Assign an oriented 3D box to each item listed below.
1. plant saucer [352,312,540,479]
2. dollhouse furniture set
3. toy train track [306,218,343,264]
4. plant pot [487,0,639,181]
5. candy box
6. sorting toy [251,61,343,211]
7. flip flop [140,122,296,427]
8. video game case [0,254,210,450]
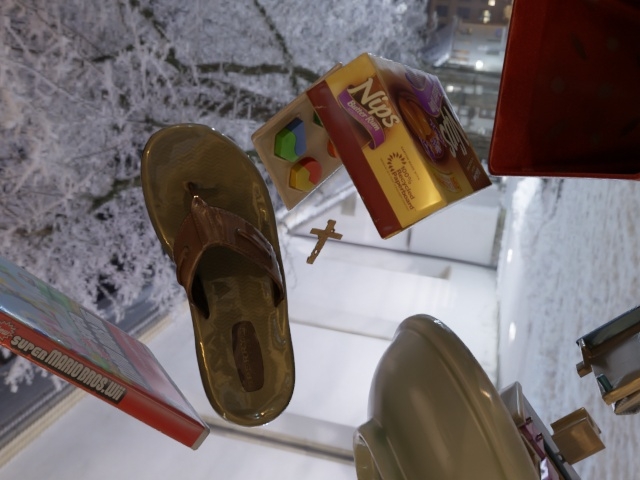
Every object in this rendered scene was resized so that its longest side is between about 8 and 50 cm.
[{"bbox_3d":[0.109,0.277,0.647,0.400,0.101,0.400,166,90,-81],"label":"plant saucer"},{"bbox_3d":[0.378,0.228,0.764,0.198,0.303,0.286,55,-164,3],"label":"dollhouse furniture set"},{"bbox_3d":[0.000,0.000,0.919,0.014,0.048,0.083,-104,34,-47],"label":"toy train track"},{"bbox_3d":[0.379,-0.186,0.743,0.267,0.236,0.267,-161,79,-70],"label":"plant pot"},{"bbox_3d":[0.068,-0.070,0.486,0.109,0.053,0.187,63,-154,4],"label":"candy box"},{"bbox_3d":[-0.007,-0.162,1.084,0.193,0.038,0.208,-42,-33,-14],"label":"sorting toy"},{"bbox_3d":[-0.083,0.030,0.572,0.080,0.112,0.277,161,97,-80],"label":"flip flop"},{"bbox_3d":[-0.237,0.067,0.562,0.285,0.204,0.025,42,-99,-32],"label":"video game case"}]
